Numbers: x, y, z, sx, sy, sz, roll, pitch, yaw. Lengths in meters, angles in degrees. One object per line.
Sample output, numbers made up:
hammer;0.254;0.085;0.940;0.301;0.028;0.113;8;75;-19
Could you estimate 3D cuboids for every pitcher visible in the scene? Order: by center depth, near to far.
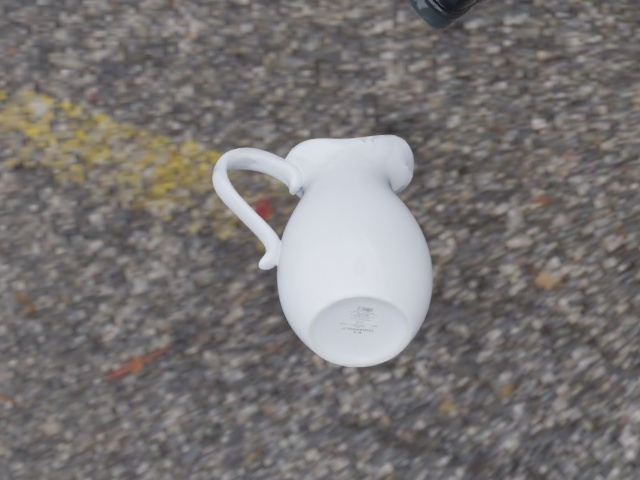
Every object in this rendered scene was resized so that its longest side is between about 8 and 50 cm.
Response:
pitcher;0.000;0.000;1.486;0.178;0.207;0.125;4;132;-8

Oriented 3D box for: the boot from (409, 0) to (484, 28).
boot;0.211;-0.337;1.924;0.207;0.246;0.094;-36;99;35
